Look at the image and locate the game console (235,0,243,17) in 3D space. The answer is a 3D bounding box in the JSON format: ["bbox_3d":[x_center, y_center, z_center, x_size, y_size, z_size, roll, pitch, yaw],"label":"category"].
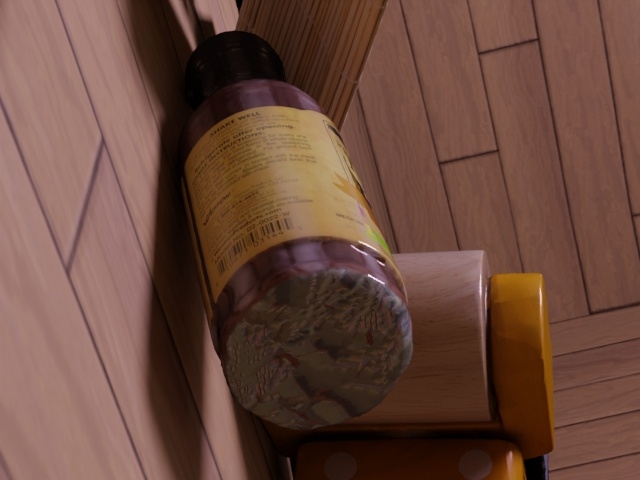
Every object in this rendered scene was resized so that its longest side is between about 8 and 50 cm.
[{"bbox_3d":[-0.031,-0.109,1.308,0.361,0.044,0.213,-115,-167,-86],"label":"game console"}]

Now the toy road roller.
[{"bbox_3d":[0.066,0.177,1.052,0.329,0.202,0.241,72,18,-55],"label":"toy road roller"}]

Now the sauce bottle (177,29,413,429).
[{"bbox_3d":[-0.030,-0.030,0.902,0.344,0.111,0.111,-108,-179,-55],"label":"sauce bottle"}]

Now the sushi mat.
[{"bbox_3d":[-0.010,-0.163,1.023,0.151,0.019,0.316,60,-33,32],"label":"sushi mat"}]
